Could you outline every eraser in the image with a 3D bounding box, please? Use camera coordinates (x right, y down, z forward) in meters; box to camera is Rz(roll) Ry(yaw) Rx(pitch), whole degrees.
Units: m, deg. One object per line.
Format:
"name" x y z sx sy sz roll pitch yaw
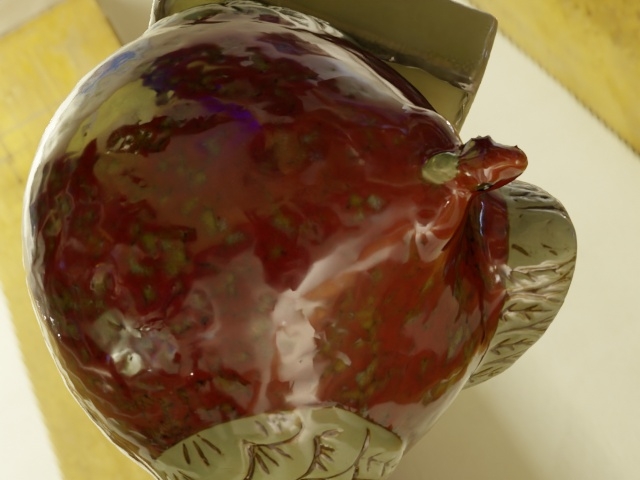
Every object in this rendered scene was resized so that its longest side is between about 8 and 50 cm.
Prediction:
"eraser" -0.002 -0.100 0.903 0.172 0.117 0.058 21 -120 1

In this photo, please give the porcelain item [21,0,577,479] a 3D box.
"porcelain item" 0.000 0.000 0.763 0.253 0.253 0.253 -18 -144 13
